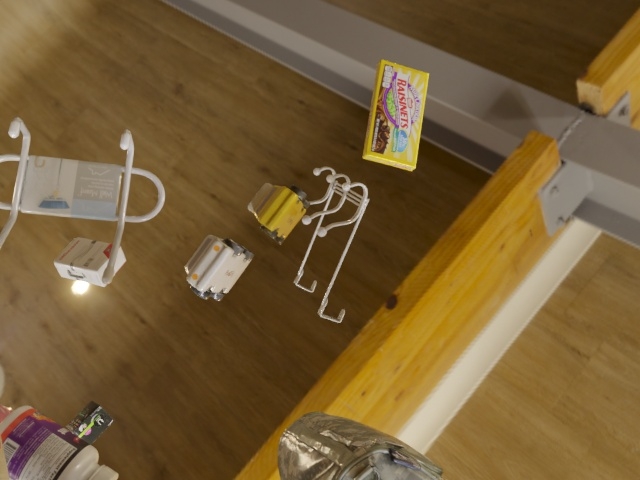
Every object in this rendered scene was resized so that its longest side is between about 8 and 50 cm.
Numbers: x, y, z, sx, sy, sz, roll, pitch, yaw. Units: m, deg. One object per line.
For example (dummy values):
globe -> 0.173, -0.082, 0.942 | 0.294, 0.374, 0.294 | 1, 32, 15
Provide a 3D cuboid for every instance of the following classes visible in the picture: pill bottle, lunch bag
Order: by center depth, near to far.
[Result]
lunch bag -> 0.069, 0.397, 0.969 | 0.212, 0.256, 0.305 | -42, -169, -19
pill bottle -> -0.431, 0.361, 1.021 | 0.194, 0.108, 0.108 | 31, -106, 5

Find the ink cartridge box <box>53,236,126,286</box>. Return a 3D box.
ink cartridge box -> -0.569, 0.052, 1.565 | 0.135, 0.056, 0.099 | 11, -135, 20

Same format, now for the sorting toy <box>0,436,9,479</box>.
sorting toy -> -0.457, 0.140, 0.658 | 0.089, 0.257, 0.255 | -41, -121, 19

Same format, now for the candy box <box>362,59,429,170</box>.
candy box -> 0.148, -0.245, 1.234 | 0.105, 0.027, 0.205 | 13, -104, -15

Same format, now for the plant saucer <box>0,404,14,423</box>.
plant saucer -> -0.719, 0.400, 1.159 | 0.332, 0.084, 0.332 | -8, -155, 4

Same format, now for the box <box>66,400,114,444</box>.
box -> -0.564, 0.448, 1.548 | 0.052, 0.062, 0.083 | 3, -137, 46

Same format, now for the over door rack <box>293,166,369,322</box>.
over door rack -> 0.000, 0.000, 1.480 | 0.239, 0.108, 0.324 | -137, -123, -67

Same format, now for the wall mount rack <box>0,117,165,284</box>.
wall mount rack -> -0.477, -0.066, 1.176 | 0.350, 0.130, 0.304 | 5, -105, -10

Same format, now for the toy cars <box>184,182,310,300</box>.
toy cars -> -0.132, -0.014, 1.114 | 0.087, 0.176, 0.393 | 36, -142, 7
